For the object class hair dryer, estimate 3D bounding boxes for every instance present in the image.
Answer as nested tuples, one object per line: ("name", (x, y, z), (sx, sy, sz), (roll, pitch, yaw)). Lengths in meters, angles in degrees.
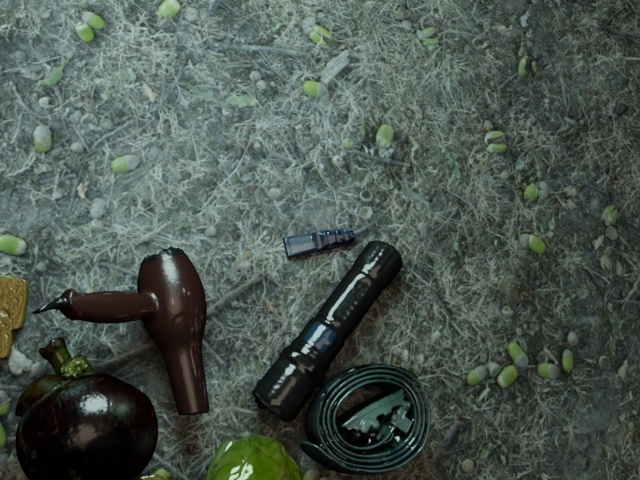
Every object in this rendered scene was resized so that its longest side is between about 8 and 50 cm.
("hair dryer", (-0.336, 0.162, 1.280), (0.340, 0.123, 0.312), (5, 72, -51))

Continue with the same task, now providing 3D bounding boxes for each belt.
("belt", (0.082, 0.351, 1.434), (0.267, 0.116, 0.206), (-13, 80, -20))

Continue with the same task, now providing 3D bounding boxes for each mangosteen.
("mangosteen", (-0.404, 0.293, 1.260), (0.231, 0.231, 0.289), (-11, 67, -18))

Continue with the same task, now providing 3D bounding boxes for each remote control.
("remote control", (-0.001, 0.000, 1.529), (0.152, 0.027, 0.043), (-11, 86, -16))

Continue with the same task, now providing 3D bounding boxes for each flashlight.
("flashlight", (0.022, 0.169, 1.471), (0.103, 0.103, 0.424), (40, 69, -5))

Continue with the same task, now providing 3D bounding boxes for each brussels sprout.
("brussels sprout", (-0.116, 0.462, 1.323), (0.223, 0.161, 0.223), (17, 59, -31))

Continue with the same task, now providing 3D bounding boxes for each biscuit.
("biscuit", (-0.622, 0.151, 1.315), (0.238, 0.041, 0.212), (-42, 86, -19))

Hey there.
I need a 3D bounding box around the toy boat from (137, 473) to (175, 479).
("toy boat", (-0.236, 0.486, 1.218), (0.088, 0.068, 0.226), (-34, 84, -26))
